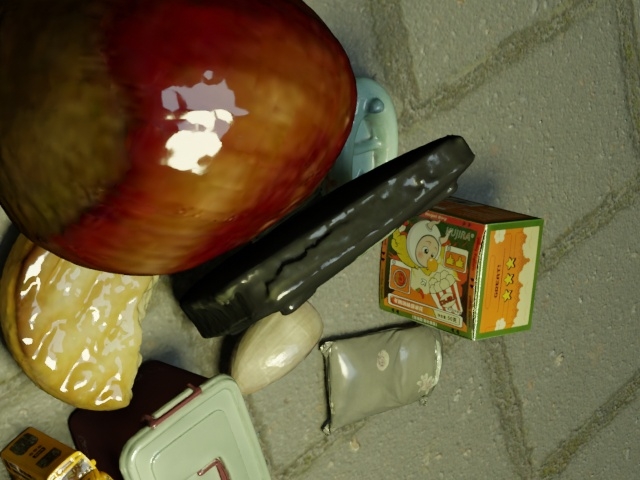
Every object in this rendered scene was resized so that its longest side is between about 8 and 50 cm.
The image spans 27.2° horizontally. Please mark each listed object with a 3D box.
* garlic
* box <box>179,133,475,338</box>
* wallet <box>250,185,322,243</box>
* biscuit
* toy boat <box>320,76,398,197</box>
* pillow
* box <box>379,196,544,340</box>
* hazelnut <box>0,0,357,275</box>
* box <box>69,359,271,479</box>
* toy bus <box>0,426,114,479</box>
[{"bbox_3d":[-0.075,0.157,1.821,0.090,0.128,0.198,38,68,-2],"label":"garlic"},{"bbox_3d":[0.000,0.000,1.664,0.359,0.350,0.091,-35,94,-19],"label":"box"},{"bbox_3d":[-0.107,-0.059,1.659,0.141,0.202,0.059,-41,119,-27],"label":"wallet"},{"bbox_3d":[-0.285,0.058,1.599,0.213,0.091,0.274,23,83,-36],"label":"biscuit"},{"bbox_3d":[0.062,-0.130,1.891,0.134,0.079,0.208,-14,113,-37],"label":"toy boat"},{"bbox_3d":[0.103,0.206,2.038,0.255,0.059,0.169,-12,113,-42],"label":"pillow"},{"bbox_3d":[0.209,0.038,1.992,0.148,0.195,0.178,-5,106,-43],"label":"box"},{"bbox_3d":[-0.167,-0.134,1.392,0.421,0.420,0.353,37,42,-43],"label":"hazelnut"},{"bbox_3d":[-0.188,0.305,1.713,0.193,0.167,0.294,-33,123,-30],"label":"box"},{"bbox_3d":[-0.315,0.282,1.590,0.069,0.162,0.074,-42,124,-28],"label":"toy bus"}]
